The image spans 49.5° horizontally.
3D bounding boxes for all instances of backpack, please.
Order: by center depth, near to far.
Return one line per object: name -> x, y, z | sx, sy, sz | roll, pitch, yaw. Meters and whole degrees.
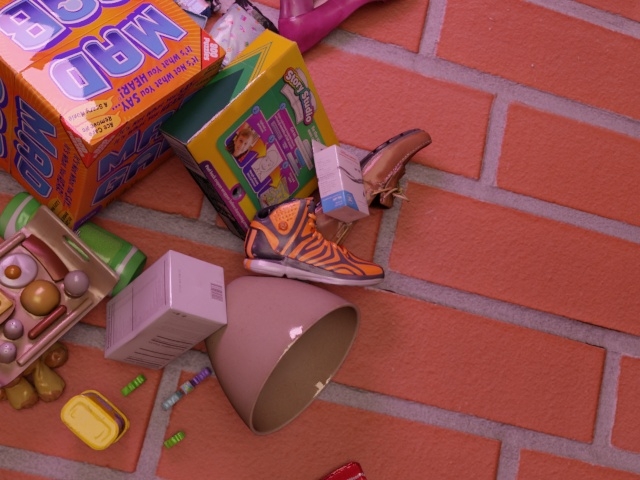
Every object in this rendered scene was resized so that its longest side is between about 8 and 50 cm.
backpack -> -0.204, -0.474, 1.648 | 0.152, 0.115, 0.182 | 40, 78, -4

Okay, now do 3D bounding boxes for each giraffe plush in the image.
giraffe plush -> -0.622, 0.240, 1.415 | 0.182, 0.170, 0.210 | -13, 83, -12

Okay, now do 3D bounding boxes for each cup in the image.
cup -> -0.111, 0.207, 1.468 | 0.237, 0.331, 0.331 | 35, 74, 25

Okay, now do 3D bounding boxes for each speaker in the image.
speaker -> -0.533, 0.011, 1.496 | 0.297, 0.131, 0.131 | 29, 76, -5

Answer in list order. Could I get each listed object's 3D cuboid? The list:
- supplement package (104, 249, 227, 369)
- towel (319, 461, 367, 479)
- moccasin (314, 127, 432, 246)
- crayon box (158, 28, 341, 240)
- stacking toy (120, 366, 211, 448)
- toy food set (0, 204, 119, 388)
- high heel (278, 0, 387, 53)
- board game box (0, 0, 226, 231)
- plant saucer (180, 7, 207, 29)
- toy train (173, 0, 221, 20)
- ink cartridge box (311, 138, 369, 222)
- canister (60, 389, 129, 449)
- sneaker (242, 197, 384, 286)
supplement package -> -0.321, 0.148, 1.421 | 0.134, 0.244, 0.138 | 23, 45, -39
towel -> 0.051, 0.655, 1.538 | 0.199, 0.031, 0.274 | -23, 85, -13
moccasin -> 0.125, -0.116, 1.631 | 0.380, 0.139, 0.147 | -44, 91, -14
crayon box -> -0.128, -0.208, 1.499 | 0.106, 0.362, 0.313 | 32, 71, 35
stacking toy -> -0.297, 0.326, 1.525 | 0.221, 0.052, 0.167 | -37, 87, -12
toy food set -> -0.574, 0.101, 1.332 | 0.220, 0.092, 0.306 | 45, 57, -3
high heel -> 0.066, -0.569, 1.743 | 0.378, 0.127, 0.181 | -12, 115, -18
board game box -> -0.476, -0.311, 1.394 | 0.356, 0.356, 0.356 | 44, 56, 0
plant saucer -> -0.328, -0.445, 1.637 | 0.067, 0.018, 0.191 | 20, 100, -6
toy train -> -0.325, -0.607, 1.669 | 0.105, 0.080, 0.184 | -44, 90, -8
ink cartridge box -> 0.043, -0.139, 1.519 | 0.060, 0.104, 0.180 | -20, 69, 29
canister -> -0.462, 0.367, 1.422 | 0.126, 0.170, 0.073 | 42, 76, -1
sneaker -> 0.000, 0.000, 1.511 | 0.322, 0.125, 0.179 | 10, 89, -18
